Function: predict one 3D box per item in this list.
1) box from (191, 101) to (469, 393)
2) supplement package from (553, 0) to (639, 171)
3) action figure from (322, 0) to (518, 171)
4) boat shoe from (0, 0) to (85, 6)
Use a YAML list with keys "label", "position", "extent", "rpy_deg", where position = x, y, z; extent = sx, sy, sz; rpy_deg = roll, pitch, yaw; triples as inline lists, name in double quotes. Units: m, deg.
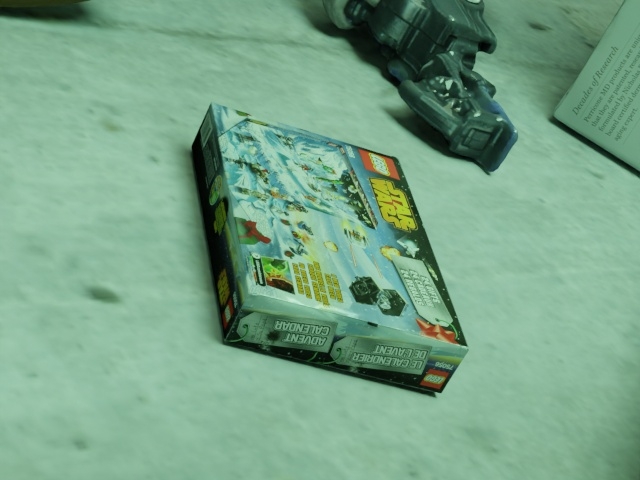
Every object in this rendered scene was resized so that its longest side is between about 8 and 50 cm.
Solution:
- label: "box"
  position: [0.000, 0.000, 0.599]
  extent: [0.094, 0.027, 0.137]
  rpy_deg: [15, 31, -20]
- label: "supplement package"
  position: [0.284, -0.167, 0.873]
  extent: [0.145, 0.262, 0.204]
  rpy_deg: [34, 28, 8]
- label: "action figure"
  position: [0.034, -0.211, 0.803]
  extent: [0.330, 0.178, 0.341]
  rpy_deg: [15, 34, -43]
- label: "boat shoe"
  position: [-0.210, -0.181, 0.630]
  extent: [0.302, 0.109, 0.098]
  rpy_deg: [7, 36, -25]
